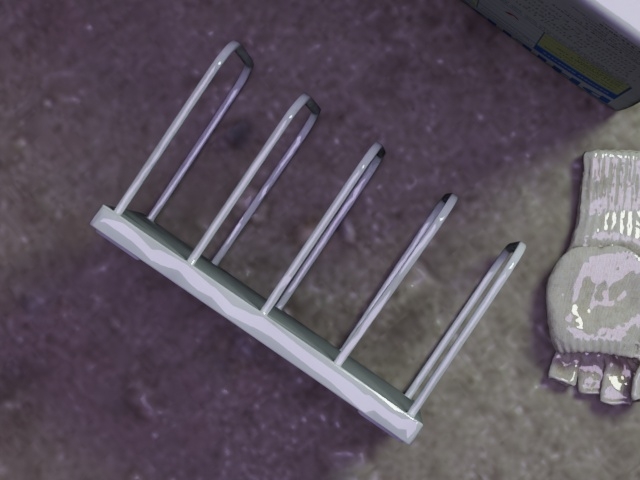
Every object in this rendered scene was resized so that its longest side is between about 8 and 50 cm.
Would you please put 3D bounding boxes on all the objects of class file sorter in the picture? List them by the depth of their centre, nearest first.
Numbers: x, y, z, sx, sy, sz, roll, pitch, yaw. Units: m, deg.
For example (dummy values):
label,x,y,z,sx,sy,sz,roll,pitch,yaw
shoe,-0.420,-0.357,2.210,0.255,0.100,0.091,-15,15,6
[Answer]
label,x,y,z,sx,sy,sz,roll,pitch,yaw
file sorter,0.000,0.000,1.320,0.278,0.193,0.173,35,91,2

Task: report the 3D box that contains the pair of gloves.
label,x,y,z,sx,sy,sz,roll,pitch,yaw
pair of gloves,0.301,0.044,1.372,0.240,0.042,0.204,14,94,4

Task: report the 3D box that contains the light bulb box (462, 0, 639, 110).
label,x,y,z,sx,sy,sz,roll,pitch,yaw
light bulb box,0.154,-0.287,1.210,0.358,0.361,0.225,37,93,2
